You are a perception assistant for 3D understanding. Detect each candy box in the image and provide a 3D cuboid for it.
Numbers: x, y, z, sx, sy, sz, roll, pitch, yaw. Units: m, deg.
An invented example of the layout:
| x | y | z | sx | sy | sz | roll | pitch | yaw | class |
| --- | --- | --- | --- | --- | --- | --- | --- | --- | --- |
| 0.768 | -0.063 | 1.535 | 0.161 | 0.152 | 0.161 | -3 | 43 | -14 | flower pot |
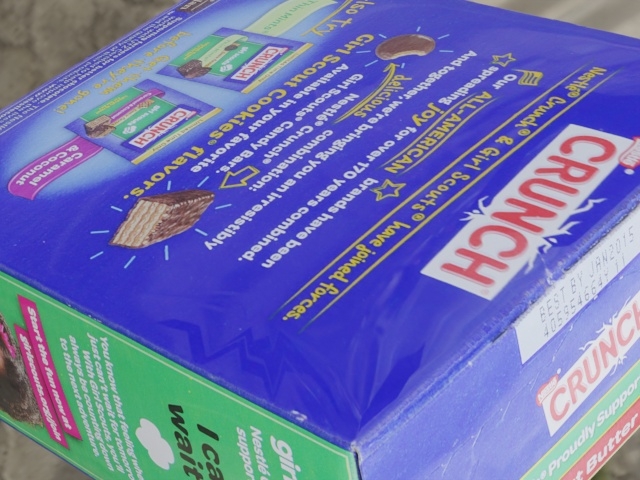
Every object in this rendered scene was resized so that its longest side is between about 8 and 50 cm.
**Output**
| x | y | z | sx | sy | sz | roll | pitch | yaw | class |
| --- | --- | --- | --- | --- | --- | --- | --- | --- | --- |
| 0.000 | 0.000 | 0.697 | 0.268 | 0.317 | 0.122 | -37 | 130 | -31 | candy box |
